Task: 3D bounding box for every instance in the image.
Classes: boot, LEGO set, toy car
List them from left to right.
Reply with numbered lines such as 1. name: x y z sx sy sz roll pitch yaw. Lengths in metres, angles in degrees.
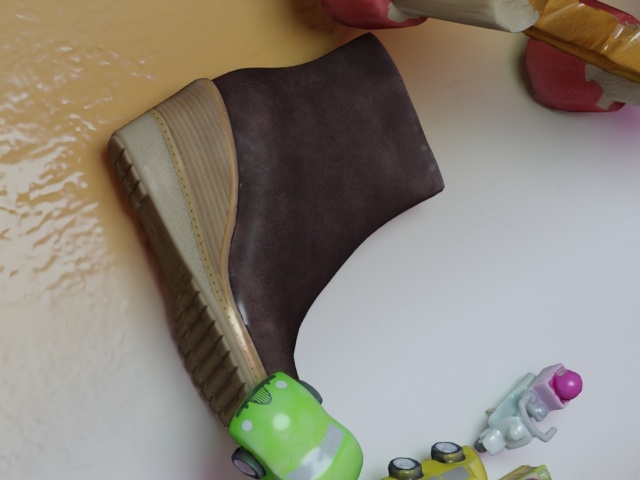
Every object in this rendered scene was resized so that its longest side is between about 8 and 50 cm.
1. boot: 0.000 0.000 0.886 0.207 0.090 0.248 -22 87 -26
2. toy car: 0.014 0.171 0.831 0.239 0.053 0.225 -48 132 -26
3. LEGO set: 0.219 0.221 0.945 0.287 0.107 0.132 46 65 -12

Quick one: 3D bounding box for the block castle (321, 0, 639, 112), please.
1. block castle: 0.183 -0.322 0.910 0.303 0.213 0.453 13 96 -40
